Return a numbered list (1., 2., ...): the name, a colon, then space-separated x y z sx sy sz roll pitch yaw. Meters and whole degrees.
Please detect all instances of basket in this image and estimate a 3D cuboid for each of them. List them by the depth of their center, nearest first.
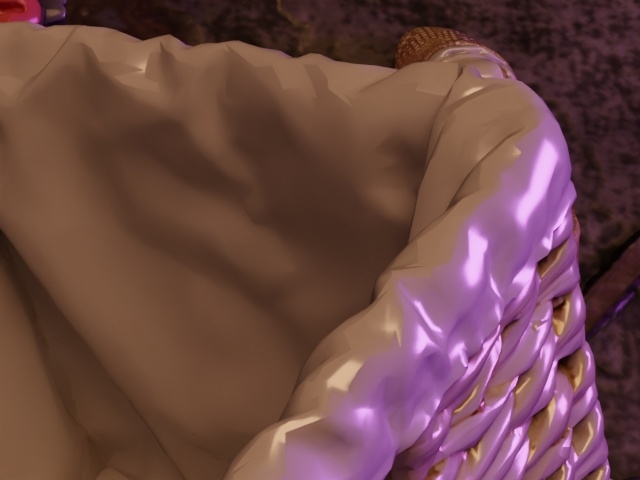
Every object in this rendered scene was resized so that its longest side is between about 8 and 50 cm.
1. basket: -0.100 0.122 0.623 0.331 0.266 0.328 11 47 37

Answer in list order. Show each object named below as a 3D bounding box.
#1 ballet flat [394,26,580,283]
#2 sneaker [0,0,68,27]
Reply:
1. ballet flat: 0.094 -0.054 0.968 0.073 0.067 0.206 -12 56 -15
2. sneaker: -0.196 -0.046 0.903 0.135 0.097 0.276 2 52 -7
